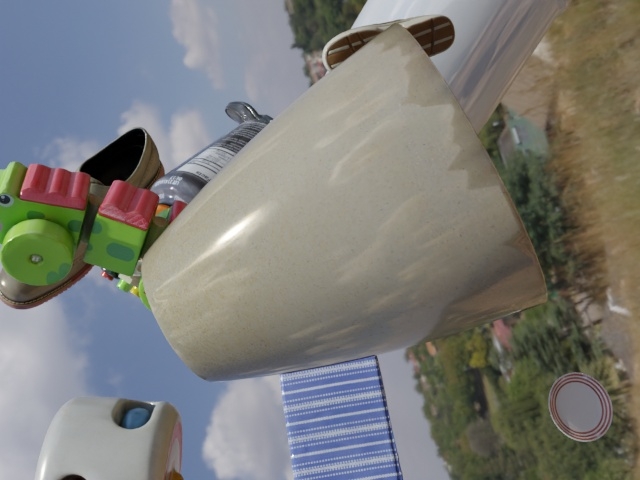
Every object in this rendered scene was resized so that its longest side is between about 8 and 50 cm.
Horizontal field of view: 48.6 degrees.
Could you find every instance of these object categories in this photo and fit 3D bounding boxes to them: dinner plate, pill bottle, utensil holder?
[{"bbox_3d":[0.536,0.345,1.468,0.017,0.141,0.141,118,136,-69],"label":"dinner plate"},{"bbox_3d":[-0.135,-0.053,0.922,0.246,0.131,0.130,-45,-57,-44],"label":"pill bottle"},{"bbox_3d":[0.220,-0.366,1.321,0.328,0.385,0.327,32,-174,-4],"label":"utensil holder"}]

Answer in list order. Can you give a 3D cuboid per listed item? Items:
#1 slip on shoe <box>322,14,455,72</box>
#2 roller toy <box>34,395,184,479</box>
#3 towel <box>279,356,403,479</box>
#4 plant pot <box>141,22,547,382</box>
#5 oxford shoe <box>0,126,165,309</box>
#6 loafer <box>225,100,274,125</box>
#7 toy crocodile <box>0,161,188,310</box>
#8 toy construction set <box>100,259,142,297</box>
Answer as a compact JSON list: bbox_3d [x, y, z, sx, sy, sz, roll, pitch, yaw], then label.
[{"bbox_3d":[0.063,-0.189,0.688,0.041,0.135,0.051,-139,30,-64],"label":"slip on shoe"},{"bbox_3d":[-0.229,0.279,0.806,0.191,0.146,0.209,97,176,-51],"label":"roller toy"},{"bbox_3d":[0.044,0.432,1.630,0.040,0.243,0.335,71,-171,-69],"label":"towel"},{"bbox_3d":[0.000,0.000,0.595,0.256,0.274,0.256,61,-174,-11],"label":"plant pot"},{"bbox_3d":[-0.386,-0.049,1.117,0.123,0.348,0.130,29,154,9],"label":"oxford shoe"},{"bbox_3d":[-0.155,-0.252,1.532,0.170,0.061,0.062,31,160,36],"label":"loafer"},{"bbox_3d":[-0.204,-0.014,0.698,0.115,0.341,0.105,-99,29,-56],"label":"toy crocodile"},{"bbox_3d":[-0.349,0.089,1.560,0.215,0.151,0.327,30,157,16],"label":"toy construction set"}]
